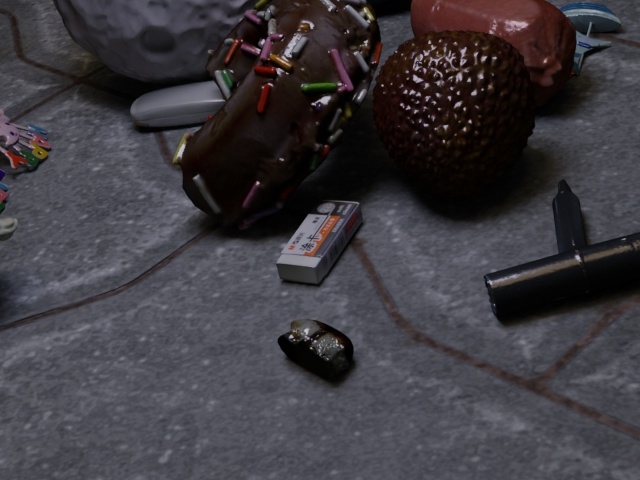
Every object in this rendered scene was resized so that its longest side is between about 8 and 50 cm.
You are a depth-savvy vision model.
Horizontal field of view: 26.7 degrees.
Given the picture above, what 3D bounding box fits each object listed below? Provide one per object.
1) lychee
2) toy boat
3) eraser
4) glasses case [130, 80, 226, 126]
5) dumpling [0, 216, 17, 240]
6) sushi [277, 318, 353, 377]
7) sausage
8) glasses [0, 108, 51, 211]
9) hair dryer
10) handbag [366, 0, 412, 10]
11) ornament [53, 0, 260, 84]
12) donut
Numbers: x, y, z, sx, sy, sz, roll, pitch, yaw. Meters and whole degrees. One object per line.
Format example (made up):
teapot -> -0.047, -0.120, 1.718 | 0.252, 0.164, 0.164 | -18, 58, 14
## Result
lychee -> 0.148, -0.143, 1.505 | 0.194, 0.194, 0.194 | -10, 34, 7
toy boat -> 0.320, -0.257, 1.745 | 0.105, 0.034, 0.149 | 20, 59, 37
eraser -> 0.000, 0.000, 1.482 | 0.052, 0.029, 0.122 | 5, 38, 28
glasses case -> -0.174, -0.183, 1.803 | 0.164, 0.041, 0.063 | -8, 33, 12
dumpling -> -0.450, 0.041, 1.503 | 0.258, 0.147, 0.193 | -31, -5, -4
sushi -> -0.002, 0.098, 1.326 | 0.046, 0.044, 0.083 | -36, 41, -27
sausage -> 0.216, -0.247, 1.670 | 0.148, 0.148, 0.254 | -27, 32, -18
glasses -> -0.463, -0.090, 1.768 | 0.162, 0.095, 0.255 | 25, 42, 7
hair dryer -> 0.238, -0.003, 1.389 | 0.173, 0.050, 0.195 | -14, 29, -1
handbag -> 0.023, -0.464, 2.014 | 0.275, 0.178, 0.302 | -6, 35, 13
ornament -> -0.217, -0.382, 1.838 | 0.337, 0.337, 0.337 | -10, 34, 7
donut -> -0.045, -0.189, 1.595 | 0.259, 0.136, 0.345 | -43, 24, 34
